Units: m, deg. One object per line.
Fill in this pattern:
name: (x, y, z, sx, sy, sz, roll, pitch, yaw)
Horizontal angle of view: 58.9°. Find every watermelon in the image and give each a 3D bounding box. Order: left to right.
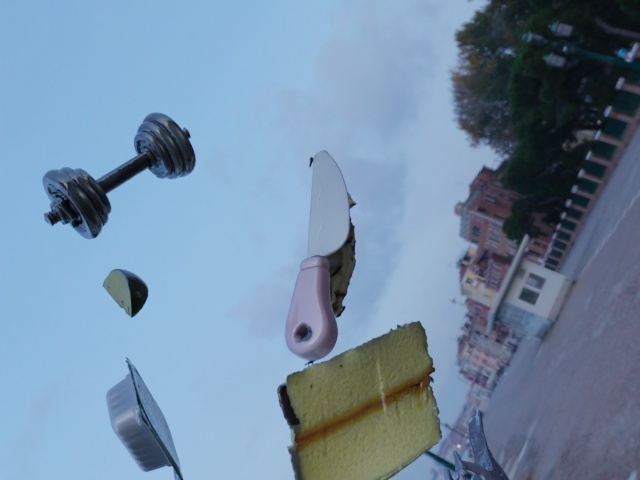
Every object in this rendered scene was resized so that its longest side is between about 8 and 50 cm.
watermelon: (-0.522, 0.119, 1.504, 0.092, 0.181, 0.075, -42, -45, -16)

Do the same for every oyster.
oyster: (-0.002, 0.051, 1.102, 0.294, 0.094, 0.166, -67, -30, -23)

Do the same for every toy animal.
toy animal: (0.312, 0.469, 1.080, 0.206, 0.367, 0.081, 24, -64, -30)

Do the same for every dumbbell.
dumbbell: (-0.467, -0.158, 1.339, 0.406, 0.179, 0.179, -42, -30, -31)

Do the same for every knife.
knife: (0.002, 0.000, 0.787, 0.043, 0.081, 0.336, 40, -133, -47)

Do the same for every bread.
bread: (0.113, 0.411, 1.346, 0.405, 0.345, 0.242, -28, -22, 9)

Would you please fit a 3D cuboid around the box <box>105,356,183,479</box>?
box: (-0.519, 0.536, 1.636, 0.106, 0.264, 0.336, -26, -53, -14)
